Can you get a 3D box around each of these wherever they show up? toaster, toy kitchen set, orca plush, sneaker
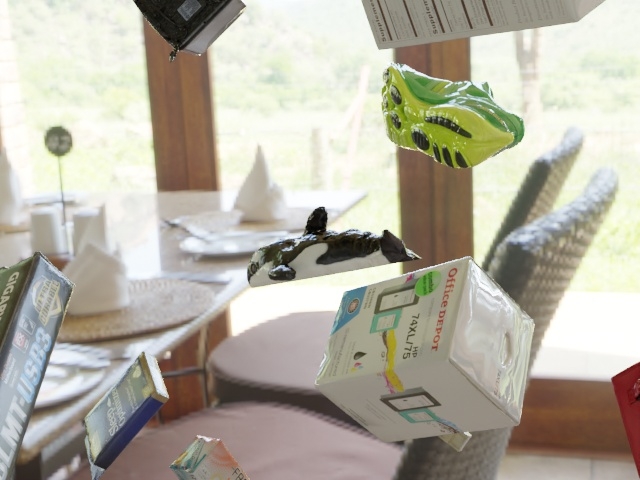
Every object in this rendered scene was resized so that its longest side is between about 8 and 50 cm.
[{"bbox_3d":[-0.256,-0.458,1.716,0.186,0.168,0.110,-43,-9,12],"label":"toaster"},{"bbox_3d":[0.234,0.307,1.542,0.083,0.068,0.075,37,12,26],"label":"toy kitchen set"},{"bbox_3d":[0.000,0.000,1.281,0.151,0.102,0.287,-8,-3,-37],"label":"orca plush"},{"bbox_3d":[0.174,-0.174,1.251,0.124,0.109,0.295,-10,30,-22],"label":"sneaker"}]

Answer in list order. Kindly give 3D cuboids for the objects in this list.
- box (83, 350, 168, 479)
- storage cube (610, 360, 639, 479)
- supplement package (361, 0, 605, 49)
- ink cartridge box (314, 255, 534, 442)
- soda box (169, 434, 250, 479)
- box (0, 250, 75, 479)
[{"bbox_3d":[-0.381,0.333,1.694,0.036,0.225,0.136,34,10,-34],"label":"box"},{"bbox_3d":[0.521,0.232,1.145,0.215,0.193,0.183,-3,-24,-12],"label":"storage cube"},{"bbox_3d":[0.162,-0.286,0.886,0.244,0.133,0.139,4,34,46],"label":"supplement package"},{"bbox_3d":[0.171,0.183,1.448,0.270,0.197,0.198,-19,40,40],"label":"ink cartridge box"},{"bbox_3d":[-0.126,0.354,1.233,0.058,0.183,0.063,-4,35,48],"label":"soda box"},{"bbox_3d":[-0.417,0.178,0.930,0.293,0.073,0.295,-22,39,24],"label":"box"}]
